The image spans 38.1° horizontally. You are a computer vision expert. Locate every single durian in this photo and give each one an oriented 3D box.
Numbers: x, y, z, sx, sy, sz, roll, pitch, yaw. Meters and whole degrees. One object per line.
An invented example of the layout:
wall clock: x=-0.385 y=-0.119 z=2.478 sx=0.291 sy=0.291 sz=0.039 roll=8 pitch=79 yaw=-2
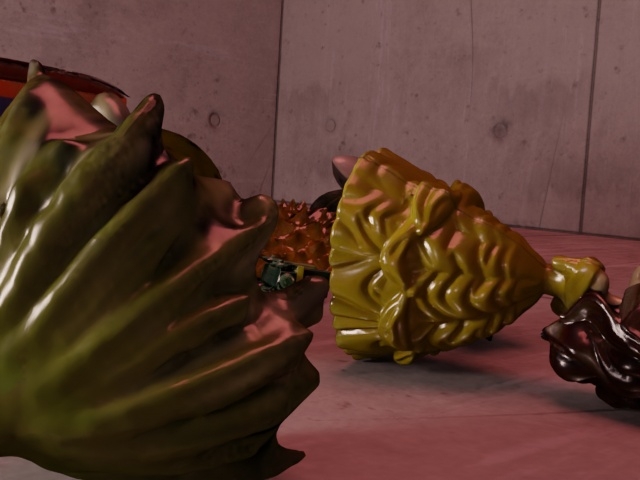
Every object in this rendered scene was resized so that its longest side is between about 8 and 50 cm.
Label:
durian: x=0.001 y=0.001 z=1.322 sx=0.341 sy=0.112 sz=0.191 roll=6 pitch=3 yaw=4

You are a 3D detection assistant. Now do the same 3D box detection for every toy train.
toy train: x=-0.037 y=0.048 z=1.138 sx=0.081 sy=0.050 sz=0.122 roll=10 pitch=2 yaw=-16

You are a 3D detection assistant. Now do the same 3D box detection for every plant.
plant: x=-0.165 y=0.078 z=0.454 sx=0.333 sy=0.251 sz=0.180 roll=-38 pitch=1 yaw=-21

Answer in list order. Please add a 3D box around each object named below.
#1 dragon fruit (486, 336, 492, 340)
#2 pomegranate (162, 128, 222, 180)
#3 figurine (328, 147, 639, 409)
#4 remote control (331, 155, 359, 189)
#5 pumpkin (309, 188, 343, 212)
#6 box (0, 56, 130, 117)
dragon fruit: x=0.150 y=0.027 z=0.925 sx=0.142 sy=0.138 sz=0.175 roll=2 pitch=-18 yaw=13
pomegranate: x=-0.182 y=-0.005 z=0.815 sx=0.198 sy=0.198 sz=0.246 roll=0 pitch=3 yaw=-31
figurine: x=0.180 y=0.043 z=0.718 sx=0.315 sy=0.187 sz=0.168 roll=13 pitch=19 yaw=25
remote control: x=0.154 y=-0.038 z=1.378 sx=0.313 sy=0.055 sz=0.109 roll=31 pitch=-7 yaw=6
pumpkin: x=0.060 y=-0.020 z=1.518 sx=0.167 sy=0.125 sz=0.167 roll=2 pitch=7 yaw=0
box: x=-0.455 y=-0.077 z=1.092 sx=0.349 sy=0.256 sz=0.318 roll=5 pitch=4 yaw=18
